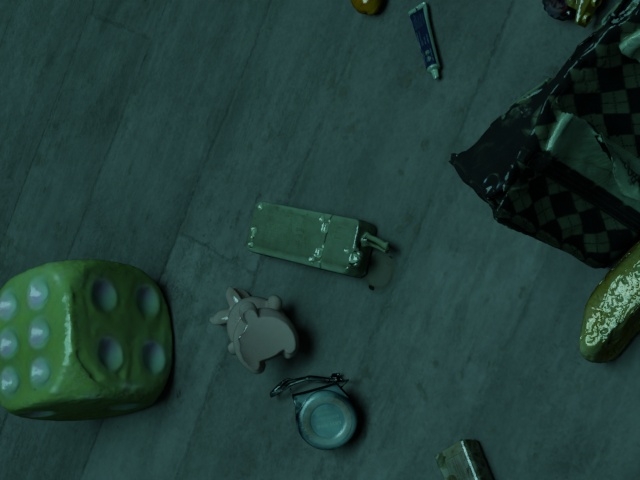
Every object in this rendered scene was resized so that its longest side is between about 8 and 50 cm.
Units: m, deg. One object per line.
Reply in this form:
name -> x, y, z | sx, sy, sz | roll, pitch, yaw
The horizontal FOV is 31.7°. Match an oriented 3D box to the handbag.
handbag -> 0.385, -0.182, 1.408 | 0.416, 0.316, 0.180 | -49, 48, 19

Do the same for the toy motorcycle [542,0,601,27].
toy motorcycle -> 0.404, -0.408, 1.589 | 0.129, 0.094, 0.229 | 38, 109, 36

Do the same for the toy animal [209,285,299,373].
toy animal -> -0.107, 0.139, 1.885 | 0.124, 0.124, 0.212 | -66, 19, 7

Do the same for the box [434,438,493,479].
box -> 0.210, 0.337, 1.607 | 0.062, 0.045, 0.098 | -38, 60, 27

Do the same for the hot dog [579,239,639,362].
hot dog -> 0.421, 0.058, 1.477 | 0.242, 0.084, 0.073 | -51, 50, 19

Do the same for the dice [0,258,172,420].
dice -> -0.432, 0.186, 2.026 | 0.254, 0.249, 0.252 | -21, 67, 35

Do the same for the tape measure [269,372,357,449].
tape measure -> -0.007, 0.270, 1.805 | 0.180, 0.104, 0.107 | -179, 75, -72

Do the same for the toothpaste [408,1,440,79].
toothpaste -> 0.170, -0.317, 1.803 | 0.037, 0.021, 0.140 | -28, 62, 32

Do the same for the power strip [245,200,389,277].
power strip -> 0.000, 0.000, 1.847 | 0.288, 0.053, 0.093 | 13, 87, 39

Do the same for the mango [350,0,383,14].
mango -> 0.077, -0.416, 1.887 | 0.060, 0.046, 0.089 | -30, 50, 28
